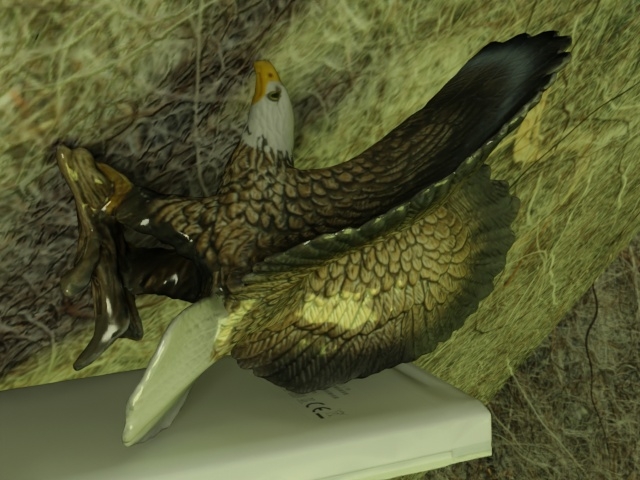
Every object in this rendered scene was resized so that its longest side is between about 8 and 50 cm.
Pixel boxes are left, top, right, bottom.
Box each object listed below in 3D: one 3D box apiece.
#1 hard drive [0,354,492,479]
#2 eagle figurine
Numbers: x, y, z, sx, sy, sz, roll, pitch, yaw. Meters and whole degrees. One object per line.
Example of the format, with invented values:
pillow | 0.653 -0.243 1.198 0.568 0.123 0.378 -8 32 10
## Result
hard drive | -0.076 0.119 0.722 0.308 0.203 0.040 -8 101 -21
eagle figurine | 0.000 -0.011 0.683 0.226 0.298 0.225 -105 -166 -76
